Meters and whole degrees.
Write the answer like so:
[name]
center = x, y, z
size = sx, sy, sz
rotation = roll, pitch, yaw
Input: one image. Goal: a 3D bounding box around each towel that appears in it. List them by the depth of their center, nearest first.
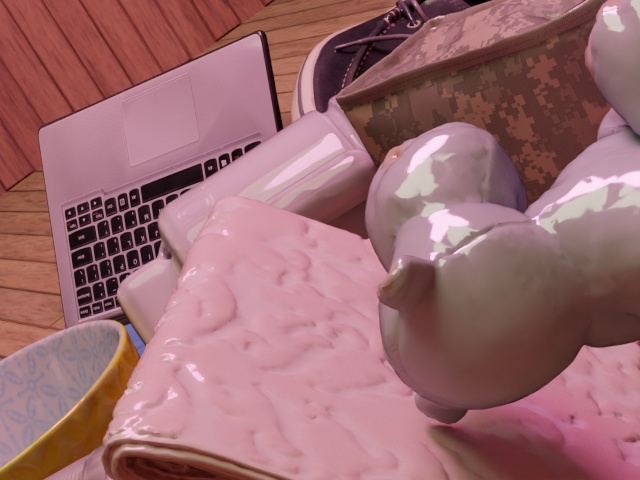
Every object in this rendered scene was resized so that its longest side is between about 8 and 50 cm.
[towel]
center = 0.051, 0.098, 1.105
size = 0.332, 0.317, 0.053
rotation = -73, 3, -66

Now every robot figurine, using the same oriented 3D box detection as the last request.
[robot figurine]
center = 0.000, 0.000, 1.582
size = 0.353, 0.200, 0.300
rotation = -33, -9, -6

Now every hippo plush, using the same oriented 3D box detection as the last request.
[hippo plush]
center = 0.153, 0.025, 1.026
size = 0.236, 0.234, 0.294
rotation = -23, 48, 8

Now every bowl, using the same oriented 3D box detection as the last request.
[bowl]
center = -0.240, 0.211, 1.483
size = 0.289, 0.156, 0.289
rotation = -29, 16, 9

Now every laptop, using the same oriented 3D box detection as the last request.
[laptop]
center = -0.234, 0.014, 1.943
size = 0.382, 0.408, 0.236
rotation = -18, -13, 39

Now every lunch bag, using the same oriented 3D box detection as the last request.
[lunch bag]
center = 0.193, -0.077, 1.389
size = 0.287, 0.235, 0.169
rotation = -13, 22, 49

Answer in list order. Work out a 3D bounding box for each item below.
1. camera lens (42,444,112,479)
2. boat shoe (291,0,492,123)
[camera lens]
center = -0.153, 0.260, 1.059
size = 0.274, 0.219, 0.219
rotation = -30, 16, 8
[boat shoe]
center = 0.115, -0.180, 1.952
size = 0.156, 0.187, 0.500
rotation = -28, 10, 34
